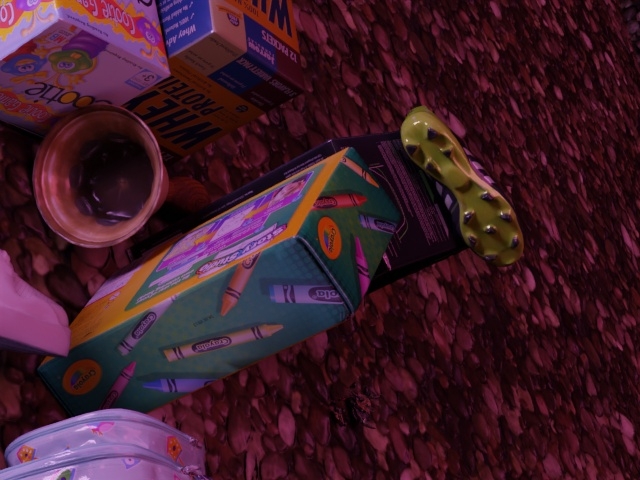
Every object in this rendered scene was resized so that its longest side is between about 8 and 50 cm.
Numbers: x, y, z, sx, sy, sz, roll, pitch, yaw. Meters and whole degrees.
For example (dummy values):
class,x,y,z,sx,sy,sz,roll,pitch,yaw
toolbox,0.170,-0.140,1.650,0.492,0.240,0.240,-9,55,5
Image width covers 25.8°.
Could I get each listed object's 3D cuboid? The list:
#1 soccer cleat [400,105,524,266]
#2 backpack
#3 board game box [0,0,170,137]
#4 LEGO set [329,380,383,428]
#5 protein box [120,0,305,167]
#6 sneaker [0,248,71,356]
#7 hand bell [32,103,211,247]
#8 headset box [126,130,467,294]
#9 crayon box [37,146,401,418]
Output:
class,x,y,z,sx,sy,sz,roll,pitch,yaw
soccer cleat,0.138,-0.054,1.327,0.179,0.060,0.072,53,20,-18
backpack,-0.157,0.201,0.982,0.188,0.165,0.144,41,34,-64
board game box,-0.251,-0.252,1.244,0.144,0.142,0.275,22,48,-53
LEGO set,0.036,0.183,1.528,0.083,0.023,0.054,10,56,-42
protein box,-0.143,-0.208,1.340,0.136,0.199,0.201,28,45,-48
sneaker,-0.278,-0.023,1.001,0.292,0.108,0.169,30,65,-47
hand bell,-0.156,-0.047,1.318,0.126,0.126,0.242,70,16,11
headset box,0.000,0.000,1.369,0.283,0.246,0.131,-15,80,-64
crayon box,-0.082,0.043,1.149,0.081,0.278,0.165,55,29,-15
